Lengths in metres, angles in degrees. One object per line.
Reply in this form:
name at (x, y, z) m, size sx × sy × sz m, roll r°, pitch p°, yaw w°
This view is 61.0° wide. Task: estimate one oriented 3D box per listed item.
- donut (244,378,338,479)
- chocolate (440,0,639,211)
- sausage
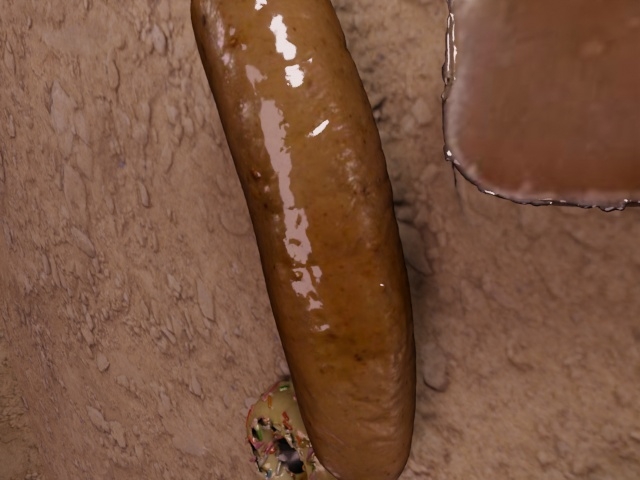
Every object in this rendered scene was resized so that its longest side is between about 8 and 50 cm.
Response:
donut at (-0.024, 0.248, 0.635) m, size 0.175 × 0.068 × 0.174 m, roll 20°, pitch 121°, yaw 38°
chocolate at (0.191, -0.089, 0.269) m, size 0.262 × 0.083 × 0.160 m, roll 9°, pitch 94°, yaw 38°
sausage at (0.002, 0.000, 0.466) m, size 0.136 × 0.123 × 0.500 m, roll -3°, pitch 105°, yaw 48°
